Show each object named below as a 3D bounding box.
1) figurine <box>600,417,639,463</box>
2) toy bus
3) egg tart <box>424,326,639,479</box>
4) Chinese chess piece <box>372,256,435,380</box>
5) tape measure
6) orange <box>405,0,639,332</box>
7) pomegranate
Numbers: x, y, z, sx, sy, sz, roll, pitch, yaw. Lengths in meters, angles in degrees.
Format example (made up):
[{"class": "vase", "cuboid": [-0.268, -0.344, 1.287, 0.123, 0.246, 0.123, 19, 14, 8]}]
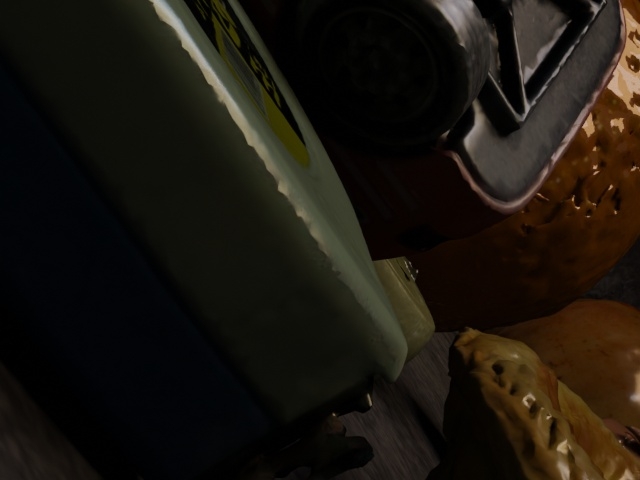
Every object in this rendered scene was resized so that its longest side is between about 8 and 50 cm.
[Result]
[{"class": "figurine", "cuboid": [0.143, 0.174, 0.917, 0.114, 0.157, 0.126, -7, 67, -61]}, {"class": "toy bus", "cuboid": [-0.062, -0.192, 0.619, 0.427, 0.233, 0.203, 55, 43, -16]}, {"class": "egg tart", "cuboid": [0.121, 0.190, 0.635, 0.319, 0.128, 0.319, 54, 7, -9]}, {"class": "Chinese chess piece", "cuboid": [0.000, 0.000, 0.927, 0.188, 0.083, 0.188, 59, 4, -7]}, {"class": "tape measure", "cuboid": [-0.104, -0.100, 0.415, 0.351, 0.097, 0.215, 58, 6, -22]}, {"class": "orange", "cuboid": [0.107, -0.092, 1.161, 0.341, 0.340, 0.293, 58, -16, 15]}, {"class": "pomegranate", "cuboid": [0.220, 0.167, 1.266, 0.248, 0.248, 0.248, 56, 5, -7]}]
